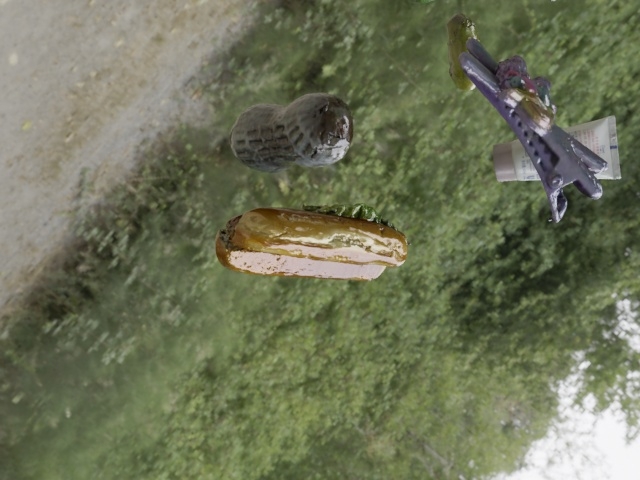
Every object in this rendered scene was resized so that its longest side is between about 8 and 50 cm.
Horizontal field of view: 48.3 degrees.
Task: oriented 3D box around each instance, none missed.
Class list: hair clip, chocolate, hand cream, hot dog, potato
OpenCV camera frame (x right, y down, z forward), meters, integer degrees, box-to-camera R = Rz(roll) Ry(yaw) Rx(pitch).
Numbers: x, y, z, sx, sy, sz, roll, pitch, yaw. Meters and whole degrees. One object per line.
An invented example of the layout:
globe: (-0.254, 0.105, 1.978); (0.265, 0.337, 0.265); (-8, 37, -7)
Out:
hair clip: (0.285, -0.153, 0.934); (0.090, 0.278, 0.137); (-21, -155, 39)
chocolate: (-0.044, -0.150, 1.010); (0.248, 0.110, 0.110); (-2, -138, 49)
hand cream: (0.489, -0.181, 1.488); (0.248, 0.133, 0.083); (-4, -156, 21)
hot dog: (0.000, 0.000, 1.090); (0.135, 0.337, 0.100); (-36, -122, 46)
potato: (0.347, -0.449, 1.711); (0.085, 0.188, 0.105); (-17, -159, -8)

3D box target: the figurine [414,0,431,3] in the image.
figurine: (0.245, -0.500, 1.219); (0.234, 0.127, 0.185); (-30, -144, 8)
